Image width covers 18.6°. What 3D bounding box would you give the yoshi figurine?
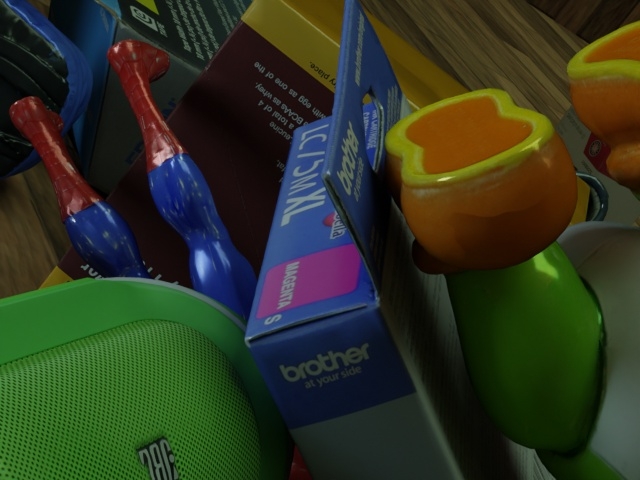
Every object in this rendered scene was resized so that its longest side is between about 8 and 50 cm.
[{"bbox_3d":[0.156,0.110,0.725,0.203,0.203,0.362,-47,122,-56],"label":"yoshi figurine"}]

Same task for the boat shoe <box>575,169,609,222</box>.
[{"bbox_3d":[0.055,0.004,1.131,0.254,0.079,0.095,-7,79,-29],"label":"boat shoe"}]

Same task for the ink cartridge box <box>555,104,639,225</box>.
[{"bbox_3d":[0.222,-0.036,1.692,0.063,0.150,0.109,27,18,-24],"label":"ink cartridge box"}]

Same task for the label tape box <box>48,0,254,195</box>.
[{"bbox_3d":[-0.090,-0.102,1.246,0.333,0.106,0.241,31,18,-26],"label":"label tape box"}]

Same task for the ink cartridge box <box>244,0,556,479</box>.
[{"bbox_3d":[0.043,0.072,0.802,0.186,0.065,0.311,-80,152,-61],"label":"ink cartridge box"}]

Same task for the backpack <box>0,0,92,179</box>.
[{"bbox_3d":[-0.180,-0.094,1.038,0.120,0.098,0.101,38,11,4],"label":"backpack"}]

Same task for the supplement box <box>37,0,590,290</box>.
[{"bbox_3d":[0.000,0.000,0.986,0.191,0.194,0.129,38,15,0],"label":"supplement box"}]

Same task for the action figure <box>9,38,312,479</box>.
[{"bbox_3d":[-0.035,0.057,0.894,0.280,0.091,0.139,64,10,17],"label":"action figure"}]

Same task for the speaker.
[{"bbox_3d":[-0.104,0.085,0.635,0.131,0.131,0.296,41,15,10],"label":"speaker"}]
